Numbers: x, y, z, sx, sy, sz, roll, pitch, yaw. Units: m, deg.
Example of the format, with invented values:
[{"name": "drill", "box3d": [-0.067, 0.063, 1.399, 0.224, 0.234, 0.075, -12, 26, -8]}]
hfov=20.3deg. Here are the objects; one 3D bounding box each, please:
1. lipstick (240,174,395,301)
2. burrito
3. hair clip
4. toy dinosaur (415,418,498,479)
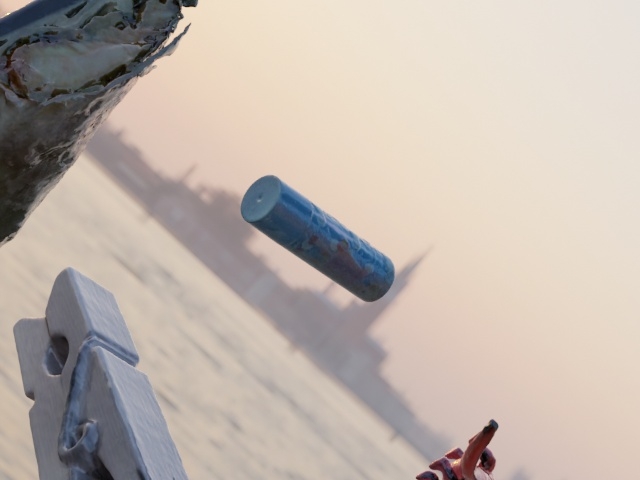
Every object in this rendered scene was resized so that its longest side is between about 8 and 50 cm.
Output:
[{"name": "lipstick", "box3d": [0.000, 0.000, 1.543, 0.158, 0.048, 0.048, 35, 2, -38]}, {"name": "burrito", "box3d": [-0.239, -0.077, 1.333, 0.107, 0.348, 0.175, 47, 14, 3]}, {"name": "hair clip", "box3d": [-0.177, 0.155, 1.435, 0.085, 0.101, 0.331, 31, 19, -33]}, {"name": "toy dinosaur", "box3d": [0.174, 0.265, 1.797, 0.139, 0.070, 0.286, 53, -17, 8]}]
